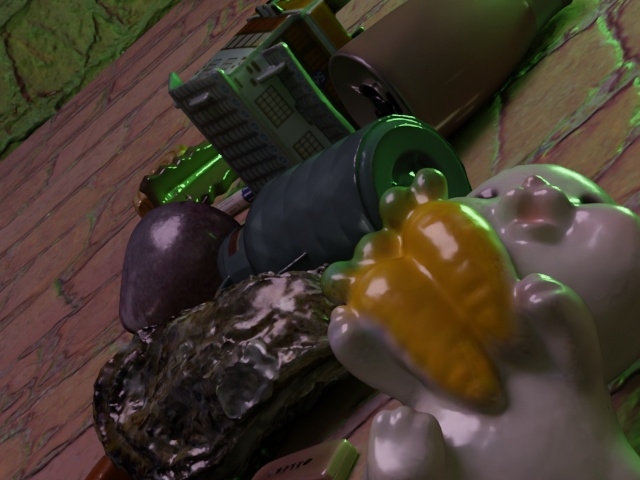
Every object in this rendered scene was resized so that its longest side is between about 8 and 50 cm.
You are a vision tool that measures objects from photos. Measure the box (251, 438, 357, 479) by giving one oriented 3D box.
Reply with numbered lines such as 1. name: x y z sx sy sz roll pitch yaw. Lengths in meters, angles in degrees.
1. box: -0.019 0.197 1.361 0.115 0.025 0.048 -24 28 46

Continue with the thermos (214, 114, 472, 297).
1. thermos: 0.000 0.000 1.571 0.286 0.145 0.182 -26 19 47

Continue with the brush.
1. brush: -0.125 -0.121 2.201 0.301 0.084 0.071 -42 8 -39

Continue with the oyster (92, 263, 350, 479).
1. oyster: -0.065 0.122 1.474 0.351 0.162 0.158 -25 -6 25

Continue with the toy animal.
1. toy animal: 0.132 0.076 0.992 0.182 0.247 0.310 -13 48 29

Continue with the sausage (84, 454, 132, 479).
1. sausage: -0.228 0.262 1.641 0.039 0.041 0.131 -28 23 53

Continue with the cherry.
1. cherry: -0.154 0.034 1.844 0.176 0.140 0.176 -53 25 39

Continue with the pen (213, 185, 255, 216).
1. pen: -0.122 -0.041 2.124 0.204 0.025 0.025 -31 22 34

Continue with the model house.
1. model house: -0.027 -0.156 1.870 0.215 0.224 0.198 -44 20 -12

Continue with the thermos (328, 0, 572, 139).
1. thermos: 0.147 -0.218 1.755 0.265 0.146 0.176 -41 21 -18

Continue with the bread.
1. bread: -0.209 -0.070 2.311 0.122 0.073 0.149 -49 15 4
